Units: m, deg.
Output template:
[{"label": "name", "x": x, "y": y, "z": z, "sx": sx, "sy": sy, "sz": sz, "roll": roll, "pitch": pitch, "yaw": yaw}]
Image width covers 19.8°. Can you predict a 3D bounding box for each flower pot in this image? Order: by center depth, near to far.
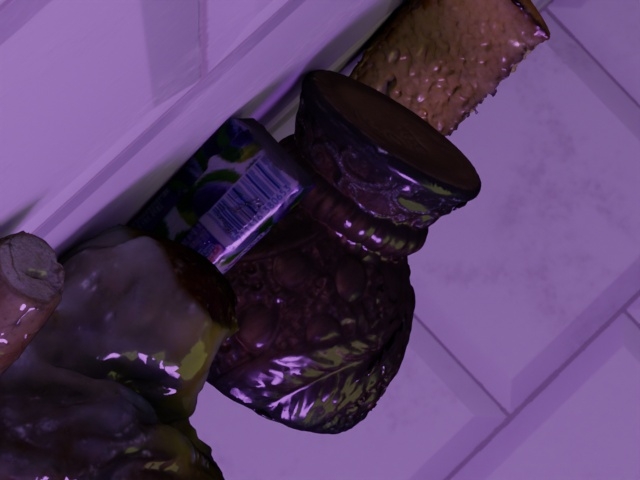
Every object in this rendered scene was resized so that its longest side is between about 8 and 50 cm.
[{"label": "flower pot", "x": 0.000, "y": 0.000, "z": 1.712, "sx": 0.267, "sy": 0.266, "sz": 0.266, "roll": -54, "pitch": 174, "yaw": 17}]

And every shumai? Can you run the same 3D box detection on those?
[{"label": "shumai", "x": -0.198, "y": 0.109, "z": 1.483, "sx": 0.309, "sy": 0.304, "sz": 0.263, "roll": 60, "pitch": 43, "yaw": -73}]

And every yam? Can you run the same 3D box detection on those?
[{"label": "yam", "x": -0.278, "y": 0.112, "z": 1.242, "sx": 0.071, "sy": 0.067, "sz": 0.317, "roll": 6, "pitch": 138, "yaw": -48}]

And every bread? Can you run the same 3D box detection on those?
[{"label": "bread", "x": 0.139, "y": -0.200, "z": 1.836, "sx": 0.260, "sy": 0.129, "sz": 0.134, "roll": -45, "pitch": -176, "yaw": 46}]

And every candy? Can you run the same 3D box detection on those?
[{"label": "candy", "x": -0.140, "y": 0.023, "z": 1.599, "sx": 0.312, "sy": 0.088, "sz": 0.061, "roll": -44, "pitch": 175, "yaw": 17}]
